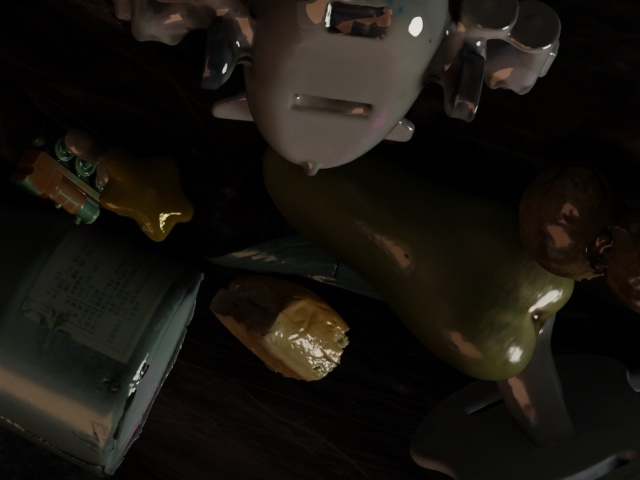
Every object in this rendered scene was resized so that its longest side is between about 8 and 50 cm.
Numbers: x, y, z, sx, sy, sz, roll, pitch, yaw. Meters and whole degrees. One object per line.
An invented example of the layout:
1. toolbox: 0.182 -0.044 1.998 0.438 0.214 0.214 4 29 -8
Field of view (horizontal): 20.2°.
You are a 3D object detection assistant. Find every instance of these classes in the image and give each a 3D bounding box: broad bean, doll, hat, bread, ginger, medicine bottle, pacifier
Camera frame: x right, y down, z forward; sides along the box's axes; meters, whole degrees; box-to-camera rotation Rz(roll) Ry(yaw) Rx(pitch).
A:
1. broad bean: 0.072 -0.005 1.340 0.263 0.121 0.189 39 -176 22
2. doll: -0.173 -0.059 1.628 0.135 0.071 0.113 35 -179 -7
3. hat: 0.000 0.000 1.520 0.191 0.078 0.138 13 178 -25
4. bread: -0.038 0.083 1.812 0.125 0.082 0.106 20 155 53
5. ginger: 0.228 0.010 1.194 0.204 0.080 0.104 24 160 16
6. medicine bottle: -0.301 0.082 1.900 0.290 0.245 0.245 24 163 3
7. pacifier: 0.185 0.117 1.467 0.287 0.238 0.226 -128 15 -68

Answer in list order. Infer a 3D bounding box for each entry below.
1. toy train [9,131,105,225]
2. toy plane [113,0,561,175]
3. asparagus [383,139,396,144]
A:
1. toy train: -0.240 -0.057 1.707 0.044 0.064 0.103 4 152 48
2. toy plane: 0.009 -0.121 1.047 0.266 0.123 0.267 4 162 1
3. asparagus: -0.014 -0.135 1.196 0.027 0.034 0.236 -2 150 42
